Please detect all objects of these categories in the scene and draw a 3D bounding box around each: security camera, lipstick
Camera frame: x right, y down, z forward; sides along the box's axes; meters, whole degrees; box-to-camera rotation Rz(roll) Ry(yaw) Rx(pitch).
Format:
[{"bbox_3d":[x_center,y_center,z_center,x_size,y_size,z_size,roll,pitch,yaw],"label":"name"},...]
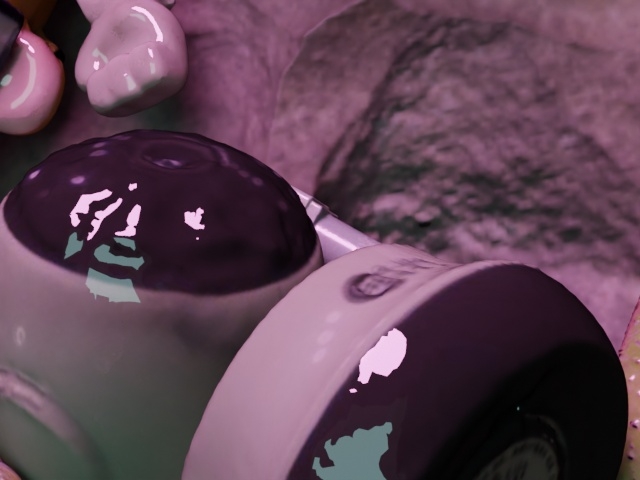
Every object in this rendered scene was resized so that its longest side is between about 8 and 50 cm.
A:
[{"bbox_3d":[-0.031,0.062,0.774,0.277,0.197,0.191,26,123,34],"label":"security camera"},{"bbox_3d":[0.001,-0.001,0.859,0.129,0.030,0.030,29,89,22],"label":"lipstick"}]

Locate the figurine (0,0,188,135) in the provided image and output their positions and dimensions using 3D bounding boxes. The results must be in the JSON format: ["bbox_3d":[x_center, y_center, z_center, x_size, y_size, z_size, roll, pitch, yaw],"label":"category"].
[{"bbox_3d":[-0.179,-0.146,0.889,0.308,0.143,0.309,-14,63,30],"label":"figurine"}]

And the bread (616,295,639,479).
[{"bbox_3d":[0.221,0.059,0.755,0.228,0.033,0.229,-8,69,21],"label":"bread"}]

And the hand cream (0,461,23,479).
[{"bbox_3d":[-0.175,0.167,0.807,0.084,0.084,0.203,43,129,21],"label":"hand cream"}]
